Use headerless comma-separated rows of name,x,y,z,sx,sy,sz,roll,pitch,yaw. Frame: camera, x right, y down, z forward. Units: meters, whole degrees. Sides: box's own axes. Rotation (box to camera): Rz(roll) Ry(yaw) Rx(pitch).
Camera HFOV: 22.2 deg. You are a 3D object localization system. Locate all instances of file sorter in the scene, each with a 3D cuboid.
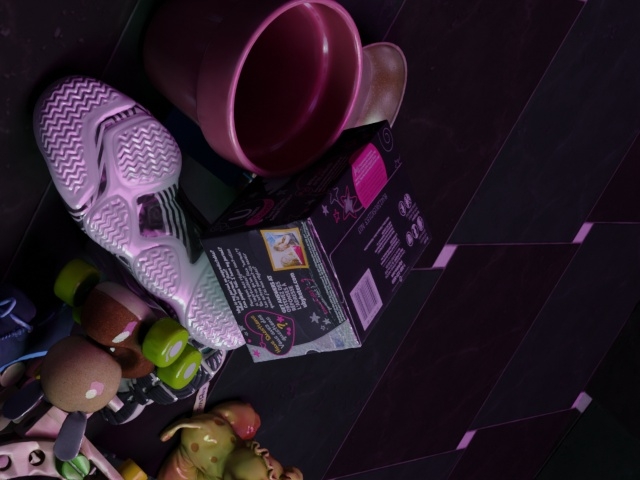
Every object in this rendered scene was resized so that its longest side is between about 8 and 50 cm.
file sorter,-0.078,-0.157,1.891,0.170,0.118,0.104,-56,156,8

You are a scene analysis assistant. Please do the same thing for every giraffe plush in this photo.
giraffe plush,-0.121,0.326,2.352,0.181,0.170,0.210,-35,149,-29

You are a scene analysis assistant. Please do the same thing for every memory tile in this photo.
memory tile,-0.367,0.181,1.969,0.148,0.012,0.113,-19,139,-46

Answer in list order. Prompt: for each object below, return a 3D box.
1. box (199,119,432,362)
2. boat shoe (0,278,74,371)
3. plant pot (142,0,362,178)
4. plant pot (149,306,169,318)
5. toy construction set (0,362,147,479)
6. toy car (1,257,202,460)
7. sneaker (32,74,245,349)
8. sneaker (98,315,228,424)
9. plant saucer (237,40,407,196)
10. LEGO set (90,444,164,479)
box,0.000,0.000,1.781,0.247,0.142,0.163,-52,125,-53
boat shoe,-0.358,0.082,1.792,0.089,0.109,0.258,-68,166,15
plant pot,-0.084,-0.188,1.745,0.201,0.180,0.201,-26,129,-37
plant pot,-0.149,0.068,2.076,0.109,0.096,0.109,-36,150,-28
toy construction set,-0.296,0.269,1.967,0.237,0.257,0.309,-52,-179,-16
toy car,-0.252,0.145,1.782,0.188,0.155,0.149,-53,160,-15
sneaker,-0.216,-0.036,1.815,0.137,0.210,0.366,-45,118,-15
sneaker,-0.197,0.139,2.010,0.110,0.107,0.275,-39,-171,-39
plant saucer,-0.007,-0.131,2.085,0.310,0.050,0.310,-43,155,-25
LEGO set,-0.254,0.441,2.154,0.331,0.192,0.255,-53,134,-20
